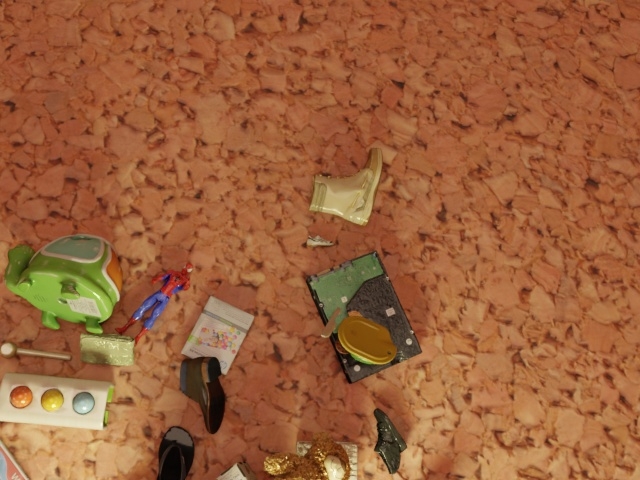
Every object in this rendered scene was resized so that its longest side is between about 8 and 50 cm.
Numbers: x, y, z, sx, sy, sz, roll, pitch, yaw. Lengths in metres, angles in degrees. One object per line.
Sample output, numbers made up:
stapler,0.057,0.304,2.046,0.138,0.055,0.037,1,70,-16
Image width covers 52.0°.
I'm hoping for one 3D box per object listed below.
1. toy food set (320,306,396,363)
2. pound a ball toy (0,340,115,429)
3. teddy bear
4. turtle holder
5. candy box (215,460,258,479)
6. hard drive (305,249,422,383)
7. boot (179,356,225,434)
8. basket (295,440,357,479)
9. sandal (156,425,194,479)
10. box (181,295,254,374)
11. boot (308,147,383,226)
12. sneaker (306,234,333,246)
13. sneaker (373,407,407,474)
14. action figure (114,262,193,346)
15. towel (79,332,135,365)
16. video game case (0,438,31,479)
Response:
toy food set,0.107,0.288,1.871,0.218,0.071,0.128,26,49,-2
pound a ball toy,-0.722,0.386,1.754,0.319,0.135,0.208,8,73,-6
teddy bear,-0.049,0.626,1.630,0.338,0.113,0.245,-14,67,-28
turtle holder,-0.695,0.106,1.809,0.321,0.243,0.227,-10,45,29
candy box,-0.170,0.695,1.712,0.071,0.159,0.233,-35,74,-8
hard drive,0.126,0.225,1.953,0.237,0.064,0.338,-21,79,-13
boot,-0.332,0.428,1.836,0.106,0.082,0.219,0,94,28
basket,0.018,0.612,1.806,0.167,0.103,0.113,3,73,-6
sandal,-0.395,0.616,1.743,0.097,0.054,0.254,10,53,-6
box,-0.295,0.274,1.895,0.145,0.038,0.186,26,73,1
boot,0.079,-0.190,2.052,0.204,0.095,0.261,14,77,-2
sneaker,0.000,0.000,2.016,0.083,0.032,0.036,2,74,-8
sneaker,0.183,0.571,1.867,0.089,0.051,0.170,-34,84,-20
action figure,-0.458,0.163,1.857,0.091,0.139,0.280,38,70,3
towel,-0.590,0.304,1.817,0.148,0.110,0.027,6,35,-9
video game case,-0.929,0.656,1.706,0.285,0.025,0.204,-38,82,-16
